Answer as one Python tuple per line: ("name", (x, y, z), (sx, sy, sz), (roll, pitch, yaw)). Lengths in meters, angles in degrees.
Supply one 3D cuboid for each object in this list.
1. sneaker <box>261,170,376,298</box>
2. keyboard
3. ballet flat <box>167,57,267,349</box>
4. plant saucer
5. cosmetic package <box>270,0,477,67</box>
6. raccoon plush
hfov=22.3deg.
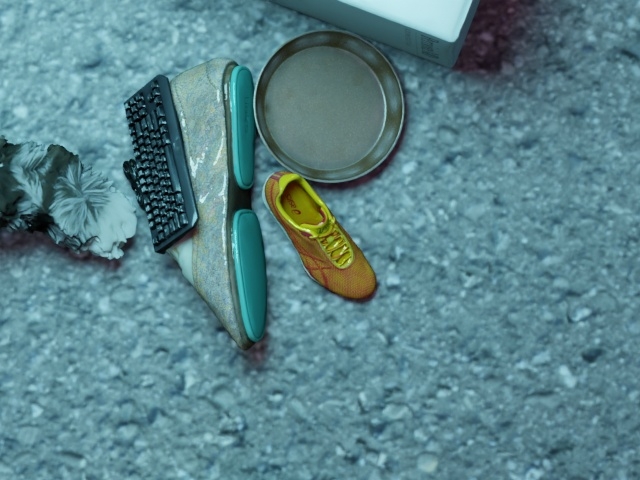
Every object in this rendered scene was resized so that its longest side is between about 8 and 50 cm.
("sneaker", (0.000, 0.000, 1.752), (0.064, 0.067, 0.175), (-45, 108, -10))
("keyboard", (-0.180, -0.077, 1.739), (0.023, 0.108, 0.180), (3, 64, -37))
("ballet flat", (-0.119, -0.037, 1.755), (0.106, 0.107, 0.316), (-5, 83, 17))
("plant saucer", (0.007, -0.146, 1.776), (0.168, 0.029, 0.168), (1, 87, -13))
("cosmetic package", (-0.045, -0.339, 1.672), (0.453, 0.230, 0.161), (21, 91, 5))
("raccoon plush", (-0.461, -0.048, 1.731), (0.446, 0.299, 0.216), (34, 70, -32))
